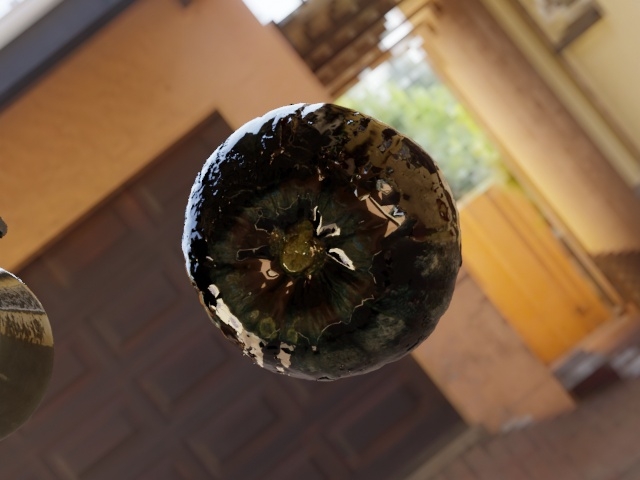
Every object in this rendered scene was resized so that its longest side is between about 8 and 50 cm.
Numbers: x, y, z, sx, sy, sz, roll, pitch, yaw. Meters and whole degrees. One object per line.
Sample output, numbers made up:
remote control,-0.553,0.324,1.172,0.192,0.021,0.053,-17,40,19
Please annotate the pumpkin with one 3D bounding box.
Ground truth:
pumpkin,0.000,0.000,1.575,0.233,0.233,0.163,-39,-5,15

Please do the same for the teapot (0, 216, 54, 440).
teapot,-0.313,0.072,1.628,0.225,0.171,0.203,100,-170,-80
